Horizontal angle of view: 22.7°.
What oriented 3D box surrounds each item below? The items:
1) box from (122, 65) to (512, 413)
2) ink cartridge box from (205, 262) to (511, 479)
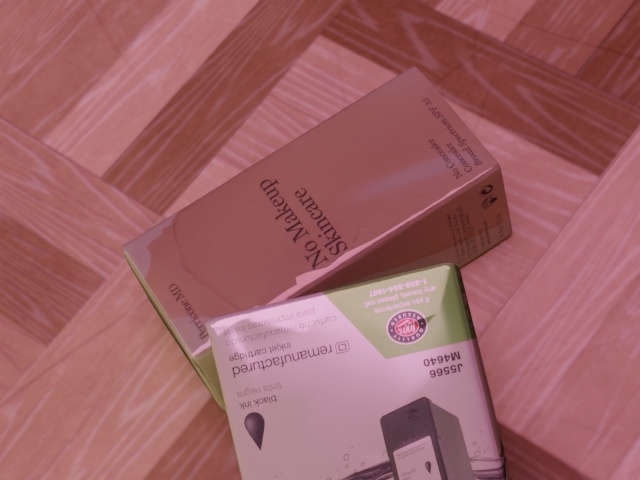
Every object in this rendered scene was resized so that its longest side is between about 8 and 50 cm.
[{"bbox_3d":[0.000,0.000,1.412,0.311,0.121,0.148,-33,59,-8],"label":"box"},{"bbox_3d":[0.043,0.172,1.240,0.198,0.115,0.272,-14,85,5],"label":"ink cartridge box"}]
